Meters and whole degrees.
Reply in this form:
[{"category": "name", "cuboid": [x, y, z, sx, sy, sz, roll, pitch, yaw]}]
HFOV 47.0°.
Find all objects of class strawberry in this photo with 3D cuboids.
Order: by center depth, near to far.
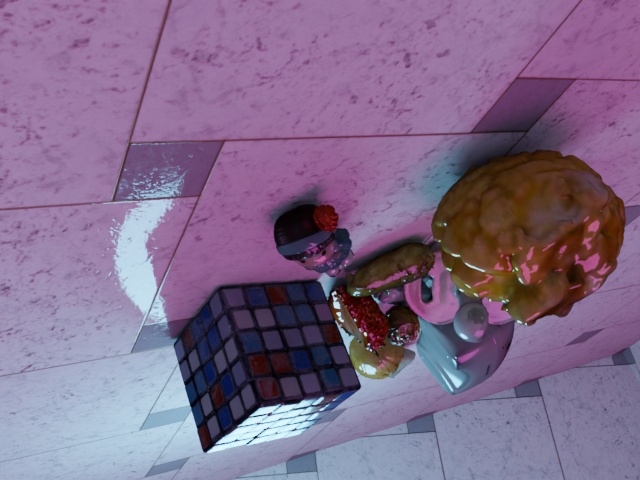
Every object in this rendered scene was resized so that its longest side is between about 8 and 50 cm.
[{"category": "strawberry", "cuboid": [0.087, 0.170, 1.852, 0.098, 0.174, 0.228, -43, 123, -15]}]

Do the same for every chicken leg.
[{"category": "chicken leg", "cuboid": [0.191, 0.222, 1.979, 0.087, 0.108, 0.251, -5, -179, -18]}]

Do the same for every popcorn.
[{"category": "popcorn", "cuboid": [0.411, -0.025, 1.483, 0.344, 0.353, 0.390, -57, -175, 21]}]

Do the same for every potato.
[{"category": "potato", "cuboid": [0.165, 0.073, 1.738, 0.225, 0.090, 0.117, -23, 155, 0]}]

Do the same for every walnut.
[{"category": "walnut", "cuboid": [0.165, 0.328, 2.174, 0.165, 0.165, 0.197, -28, 154, 13]}]

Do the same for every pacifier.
[{"category": "pacifier", "cuboid": [0.370, 0.129, 1.812, 0.331, 0.273, 0.220, 0, 160, 6]}]

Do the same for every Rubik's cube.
[{"category": "Rubik's cube", "cuboid": [-0.130, 0.286, 1.697, 0.291, 0.287, 0.293, 0, 147, -40]}]

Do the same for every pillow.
[{"category": "pillow", "cuboid": [0.225, 0.399, 2.460, 0.134, 0.078, 0.181, -37, 148, 24]}]

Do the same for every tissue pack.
[{"category": "tissue pack", "cuboid": [0.410, 0.265, 2.060, 0.235, 0.229, 0.333, -32, 151, -13]}]

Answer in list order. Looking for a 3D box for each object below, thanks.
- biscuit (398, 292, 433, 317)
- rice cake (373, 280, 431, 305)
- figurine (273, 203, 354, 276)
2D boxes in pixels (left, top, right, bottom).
[{"category": "biscuit", "cuboid": [0.289, 0.209, 2.160, 0.191, 0.049, 0.192, -15, 147, -10]}, {"category": "rice cake", "cuboid": [0.218, 0.133, 1.933, 0.069, 0.063, 0.206, -41, 150, 29]}, {"category": "figurine", "cuboid": [0.000, 0.000, 1.450, 0.137, 0.110, 0.245, -36, 156, 8]}]
